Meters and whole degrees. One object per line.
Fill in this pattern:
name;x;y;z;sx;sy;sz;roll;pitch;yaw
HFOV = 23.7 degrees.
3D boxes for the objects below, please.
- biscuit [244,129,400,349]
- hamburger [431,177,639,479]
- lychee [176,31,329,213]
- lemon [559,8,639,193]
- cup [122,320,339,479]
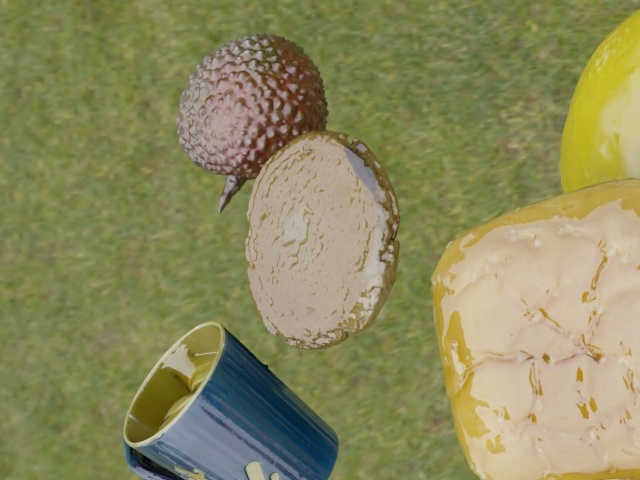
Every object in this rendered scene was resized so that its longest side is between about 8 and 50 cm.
biscuit;0.000;0.000;1.482;0.226;0.042;0.226;-9;79;49
hamburger;0.250;0.096;1.327;0.318;0.158;0.319;2;95;27
lychee;-0.074;-0.124;1.628;0.165;0.165;0.197;13;97;32
lemon;0.397;-0.084;1.495;0.348;0.348;0.348;7;103;33
cup;-0.088;0.178;1.361;0.155;0.131;0.176;39;129;-19
